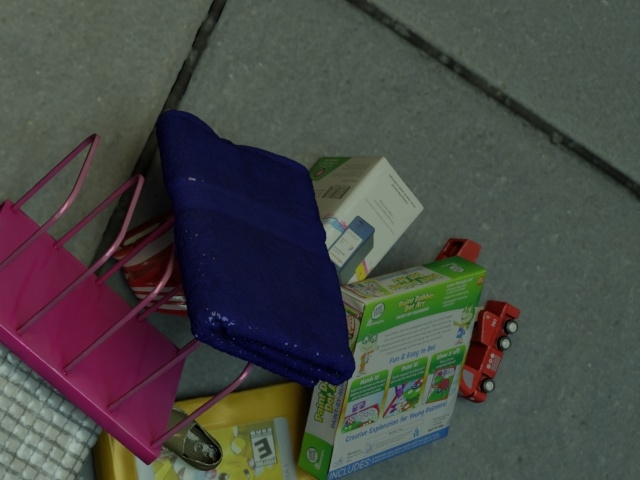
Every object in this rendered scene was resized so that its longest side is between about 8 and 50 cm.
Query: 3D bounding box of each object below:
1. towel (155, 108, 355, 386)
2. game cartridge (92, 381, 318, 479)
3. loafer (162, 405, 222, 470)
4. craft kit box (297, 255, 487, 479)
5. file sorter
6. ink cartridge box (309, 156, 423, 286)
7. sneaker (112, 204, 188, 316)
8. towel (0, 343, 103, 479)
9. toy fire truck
[{"bbox_3d":[-0.081,0.014,1.837,0.228,0.076,0.308,22,39,-37],"label":"towel"},{"bbox_3d":[-0.122,0.349,2.010,0.285,0.053,0.323,-8,85,-29],"label":"game cartridge"},{"bbox_3d":[-0.172,0.223,1.947,0.148,0.050,0.056,31,70,-21],"label":"loafer"},{"bbox_3d":[0.092,0.157,2.058,0.250,0.061,0.246,-12,124,-48],"label":"craft kit box"},{"bbox_3d":[-0.219,0.056,1.839,0.182,0.202,0.291,-38,110,24],"label":"file sorter"},{"bbox_3d":[0.000,0.000,2.035,0.212,0.154,0.093,-48,115,-20],"label":"ink cartridge box"},{"bbox_3d":[-0.138,0.013,2.014,0.221,0.087,0.128,-27,114,-15],"label":"sneaker"},{"bbox_3d":[-0.397,0.194,1.843,0.284,0.121,0.235,35,72,-25],"label":"towel"},{"bbox_3d":[0.195,0.107,2.209,0.135,0.047,0.192,28,79,-26],"label":"toy fire truck"}]
